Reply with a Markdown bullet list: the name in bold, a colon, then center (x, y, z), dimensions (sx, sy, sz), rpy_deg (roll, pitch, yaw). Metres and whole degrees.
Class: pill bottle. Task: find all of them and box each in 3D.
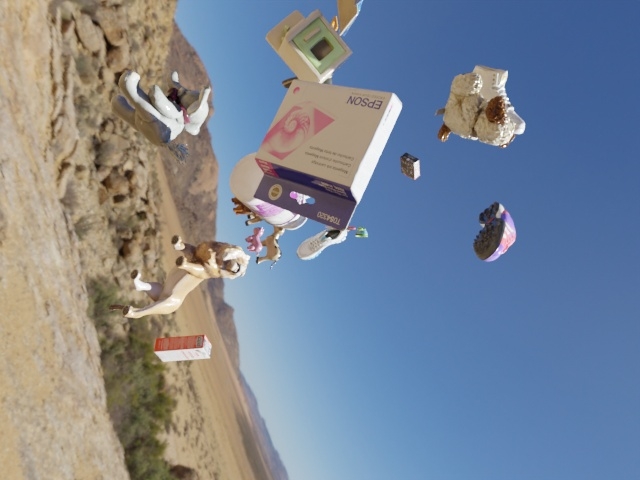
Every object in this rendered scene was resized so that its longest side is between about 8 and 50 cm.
- **pill bottle**: center (-0.151, -0.146, 1.523), dimensions (0.169, 0.169, 0.301), rpy_deg (61, 9, 28)

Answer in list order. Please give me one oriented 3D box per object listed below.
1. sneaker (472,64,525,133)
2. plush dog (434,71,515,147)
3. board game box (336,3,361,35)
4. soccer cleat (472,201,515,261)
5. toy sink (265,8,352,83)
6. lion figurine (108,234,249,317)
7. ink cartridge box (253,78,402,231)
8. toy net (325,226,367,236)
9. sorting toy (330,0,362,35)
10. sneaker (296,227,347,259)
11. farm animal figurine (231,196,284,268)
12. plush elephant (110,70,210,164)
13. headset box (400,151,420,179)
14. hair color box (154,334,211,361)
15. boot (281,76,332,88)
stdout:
- **sneaker**: center (0.650, -0.527, 1.705), dimensions (0.292, 0.108, 0.169), rpy_deg (45, -45, 26)
- **plush dog**: center (0.525, -0.391, 1.530), dimensions (0.225, 0.211, 0.262), rpy_deg (35, 3, 37)
- **board game box**: center (0.151, -1.106, 2.212), dimensions (0.160, 0.047, 0.211), rpy_deg (-33, -143, 64)
- **soccer cleat**: center (0.530, -0.011, 1.382), dimensions (0.116, 0.318, 0.108), rpy_deg (44, -59, -3)
- **toy sink**: center (-0.039, -0.626, 1.488), dimensions (0.234, 0.152, 0.131), rpy_deg (49, -11, -10)
- **lion figurine**: center (-0.419, 0.122, 1.417), dimensions (0.142, 0.392, 0.240), rpy_deg (62, 12, 28)
- **ink cartridge box**: center (-0.009, -0.224, 1.146), dimensions (0.323, 0.331, 0.071), rpy_deg (21, -6, 36)
- **toy net**: center (0.131, -0.049, 2.463), dimensions (0.122, 0.231, 0.045), rpy_deg (10, 84, -74)
- **sorting toy**: center (0.124, -1.007, 2.001), dimensions (0.347, 0.047, 0.196), rpy_deg (170, -81, -70)
- **sneaker**: center (0.000, 0.000, 1.585), dimensions (0.072, 0.190, 0.083), rpy_deg (59, 0, 10)
- **farm animal figurine**: center (-0.238, -0.099, 1.972), dimensions (0.327, 0.172, 0.331), rpy_deg (-102, 175, -52)
- **plush elephant**: center (-0.503, -0.458, 1.595), dimensions (0.330, 0.255, 0.271), rpy_deg (46, -27, -11)
- **headset box**: center (0.309, -0.252, 1.606), dimensions (0.062, 0.032, 0.083), rpy_deg (38, -21, 36)
- **hair color box**: center (-0.467, 0.368, 1.592), dimensions (0.093, 0.167, 0.054), rpy_deg (85, 2, -55)
- **boot**: center (-0.045, -0.562, 1.782), dimensions (0.077, 0.197, 0.137), rpy_deg (-45, 129, -57)
